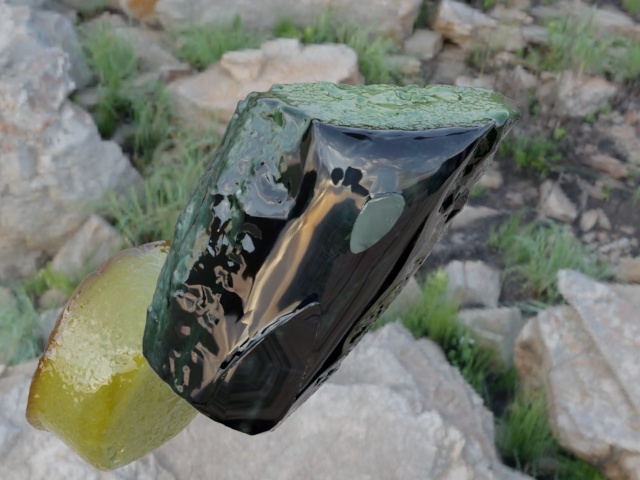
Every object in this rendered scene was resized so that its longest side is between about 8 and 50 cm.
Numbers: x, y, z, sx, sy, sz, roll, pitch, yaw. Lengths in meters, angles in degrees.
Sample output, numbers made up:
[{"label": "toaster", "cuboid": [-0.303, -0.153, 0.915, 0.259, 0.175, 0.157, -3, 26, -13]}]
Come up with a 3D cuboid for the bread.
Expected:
[{"label": "bread", "cuboid": [-0.212, 0.132, 1.155, 0.148, 0.270, 0.270, 34, 50, 20]}]

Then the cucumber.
[{"label": "cucumber", "cuboid": [0.000, 0.000, 0.452, 0.115, 0.193, 0.086, 27, 18, -21]}]
